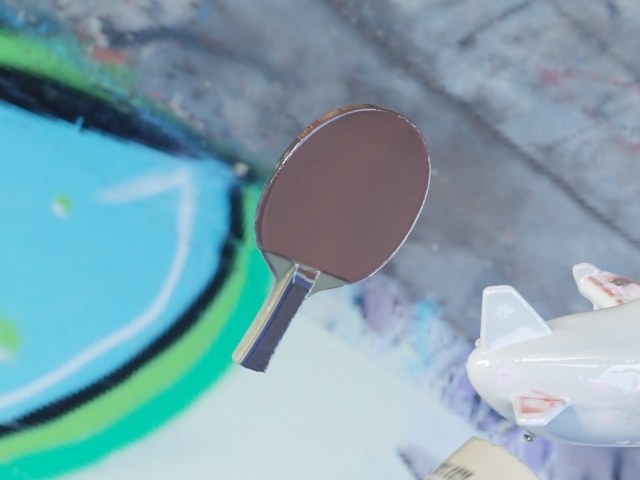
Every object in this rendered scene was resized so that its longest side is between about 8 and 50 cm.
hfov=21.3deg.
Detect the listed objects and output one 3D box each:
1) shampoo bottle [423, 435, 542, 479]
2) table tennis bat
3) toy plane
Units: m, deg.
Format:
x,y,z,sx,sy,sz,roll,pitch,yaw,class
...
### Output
x,y,z,sx,sy,sz,roll,pitch,yaw,class
-0.014,0.176,0.526,0.078,0.257,0.127,49,169,-16,shampoo bottle
0.000,0.000,0.892,0.095,0.014,0.158,21,105,-37,table tennis bat
0.223,0.082,1.157,0.252,0.252,0.118,8,113,11,toy plane
